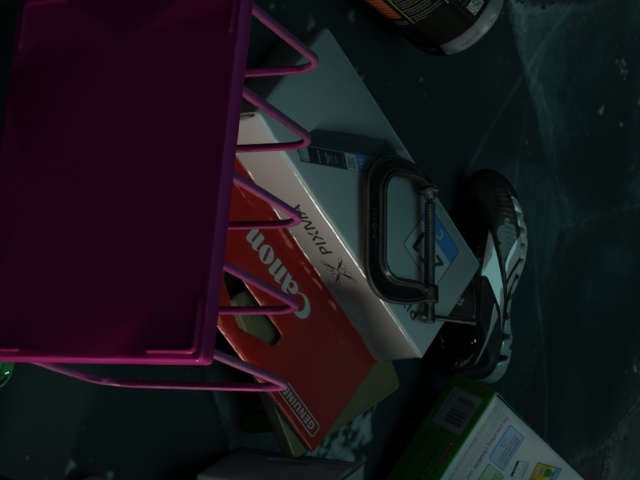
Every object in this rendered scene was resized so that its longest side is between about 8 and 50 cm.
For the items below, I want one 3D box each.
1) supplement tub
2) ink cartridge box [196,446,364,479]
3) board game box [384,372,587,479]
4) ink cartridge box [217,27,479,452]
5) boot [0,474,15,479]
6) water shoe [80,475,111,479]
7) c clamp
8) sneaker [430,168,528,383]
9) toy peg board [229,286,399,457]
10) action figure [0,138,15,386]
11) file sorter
[{"bbox_3d":[0.084,-0.268,1.676,0.190,0.117,0.117,34,71,-47],"label":"supplement tub"},{"bbox_3d":[-0.040,0.290,1.597,0.127,0.128,0.176,-13,107,-72],"label":"ink cartridge box"},{"bbox_3d":[0.177,0.321,1.888,0.242,0.064,0.316,-55,134,-10],"label":"board game box"},{"bbox_3d":[0.000,0.000,1.604,0.296,0.066,0.261,55,49,-23],"label":"ink cartridge box"},{"bbox_3d":[-0.338,0.236,1.333,0.208,0.076,0.190,36,68,-38],"label":"boot"},{"bbox_3d":[-0.156,0.292,1.530,0.073,0.080,0.203,-51,131,-29],"label":"water shoe"},{"bbox_3d":[0.087,0.001,1.633,0.137,0.022,0.161,1,83,-41],"label":"c clamp"},{"bbox_3d":[0.159,0.042,1.844,0.106,0.078,0.234,-5,103,-50],"label":"sneaker"},{"bbox_3d":[-0.027,0.102,1.662,0.161,0.079,0.161,-29,102,-44],"label":"toy peg board"},{"bbox_3d":[-0.274,0.035,1.365,0.137,0.063,0.232,1,92,-50],"label":"action figure"},{"bbox_3d":[-0.122,-0.033,1.374,0.182,0.202,0.291,30,62,-60],"label":"file sorter"}]
